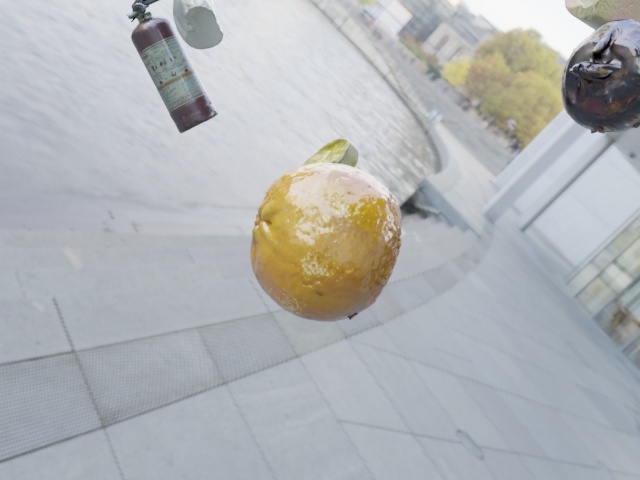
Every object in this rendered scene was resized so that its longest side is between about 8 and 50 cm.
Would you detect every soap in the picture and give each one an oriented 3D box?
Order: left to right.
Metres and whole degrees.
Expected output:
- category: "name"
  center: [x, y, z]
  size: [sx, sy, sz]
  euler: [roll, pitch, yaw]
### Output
- category: "soap"
  center: [-0.002, -0.228, 2.539]
  size: [0.115, 0.306, 0.427]
  euler: [51, 0, 7]

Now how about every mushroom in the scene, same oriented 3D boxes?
- category: "mushroom"
  center: [-0.299, -0.607, 1.816]
  size: [0.122, 0.159, 0.328]
  euler: [8, 51, -26]

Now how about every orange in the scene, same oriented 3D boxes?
- category: "orange"
  center: [0.000, 0.000, 1.550]
  size: [0.293, 0.340, 0.340]
  euler: [18, 22, -18]

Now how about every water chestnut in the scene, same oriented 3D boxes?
- category: "water chestnut"
  center: [0.751, -0.421, 1.930]
  size: [0.300, 0.300, 0.300]
  euler: [40, 14, -12]

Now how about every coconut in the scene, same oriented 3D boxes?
- category: "coconut"
  center: [0.843, -0.699, 2.118]
  size: [0.245, 0.233, 0.233]
  euler: [12, 29, -29]

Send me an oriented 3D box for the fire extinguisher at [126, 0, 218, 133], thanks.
- category: "fire extinguisher"
  center: [-0.231, -0.292, 1.176]
  size: [0.071, 0.099, 0.231]
  euler: [-84, 150, -79]
